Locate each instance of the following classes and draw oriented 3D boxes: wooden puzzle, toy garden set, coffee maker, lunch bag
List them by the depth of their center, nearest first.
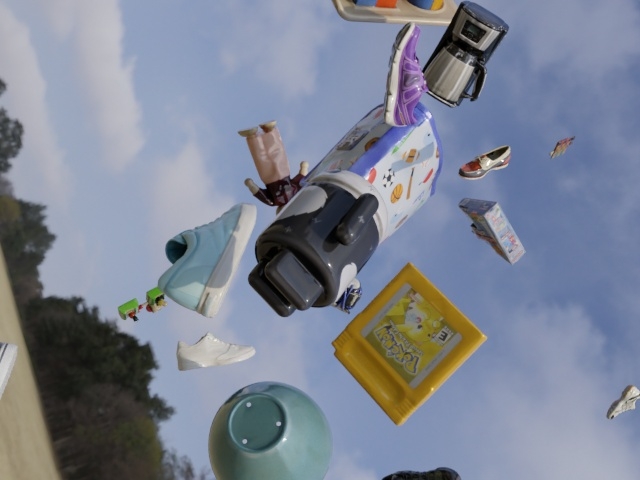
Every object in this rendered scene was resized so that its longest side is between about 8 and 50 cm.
[{"bbox_3d":[0.273,-0.371,1.474,0.178,0.120,0.171,-58,-162,27],"label":"coffee maker"},{"bbox_3d":[0.149,-0.599,1.690,0.081,0.347,0.322,115,-35,-43],"label":"wooden puzzle"},{"bbox_3d":[-0.339,0.129,1.726,0.049,0.244,0.204,60,-18,4],"label":"toy garden set"},{"bbox_3d":[0.572,-0.221,1.793,0.006,0.083,0.049,47,-38,29],"label":"wooden puzzle"},{"bbox_3d":[0.125,-0.154,1.862,0.239,0.328,0.385,43,-12,12],"label":"lunch bag"}]

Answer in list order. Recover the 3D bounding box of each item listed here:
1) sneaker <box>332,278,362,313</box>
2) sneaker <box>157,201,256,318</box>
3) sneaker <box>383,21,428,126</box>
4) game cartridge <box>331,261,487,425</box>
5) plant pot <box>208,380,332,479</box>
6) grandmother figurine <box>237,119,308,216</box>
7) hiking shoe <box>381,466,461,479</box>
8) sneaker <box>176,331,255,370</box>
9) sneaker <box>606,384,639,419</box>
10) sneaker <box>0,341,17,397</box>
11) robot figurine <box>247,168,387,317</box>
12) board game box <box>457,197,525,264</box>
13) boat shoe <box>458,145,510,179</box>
[{"bbox_3d":[0.019,0.131,2.186,0.182,0.315,0.128,28,-73,24],"label":"sneaker"},{"bbox_3d":[-0.229,0.005,1.539,0.366,0.150,0.135,-76,-169,-62],"label":"sneaker"},{"bbox_3d":[0.145,-0.269,1.228,0.068,0.071,0.170,-88,-177,-62],"label":"sneaker"},{"bbox_3d":[0.219,0.265,1.957,0.285,0.324,0.052,45,6,24],"label":"game cartridge"},{"bbox_3d":[-0.124,0.435,1.687,0.290,0.290,0.195,58,-10,29],"label":"plant pot"},{"bbox_3d":[-0.128,-0.187,2.282,0.104,0.207,0.343,-133,-154,-73],"label":"grandmother figurine"},{"bbox_3d":[0.221,0.565,1.715,0.226,0.114,0.086,-26,-113,50],"label":"hiking shoe"},{"bbox_3d":[-0.279,0.289,2.020,0.080,0.212,0.094,152,-70,-69],"label":"sneaker"},{"bbox_3d":[0.599,0.326,1.484,0.037,0.083,0.032,37,14,4],"label":"sneaker"},{"bbox_3d":[-0.663,0.325,1.366,0.126,0.127,0.321,128,-26,-49],"label":"sneaker"},{"bbox_3d":[-0.003,-0.001,1.281,0.209,0.278,0.174,17,-40,30],"label":"robot figurine"},{"bbox_3d":[0.487,-0.026,2.144,0.194,0.060,0.194,51,-9,-15],"label":"board game box"},{"bbox_3d":[0.361,-0.172,1.657,0.049,0.137,0.043,52,-28,38],"label":"boat shoe"}]
